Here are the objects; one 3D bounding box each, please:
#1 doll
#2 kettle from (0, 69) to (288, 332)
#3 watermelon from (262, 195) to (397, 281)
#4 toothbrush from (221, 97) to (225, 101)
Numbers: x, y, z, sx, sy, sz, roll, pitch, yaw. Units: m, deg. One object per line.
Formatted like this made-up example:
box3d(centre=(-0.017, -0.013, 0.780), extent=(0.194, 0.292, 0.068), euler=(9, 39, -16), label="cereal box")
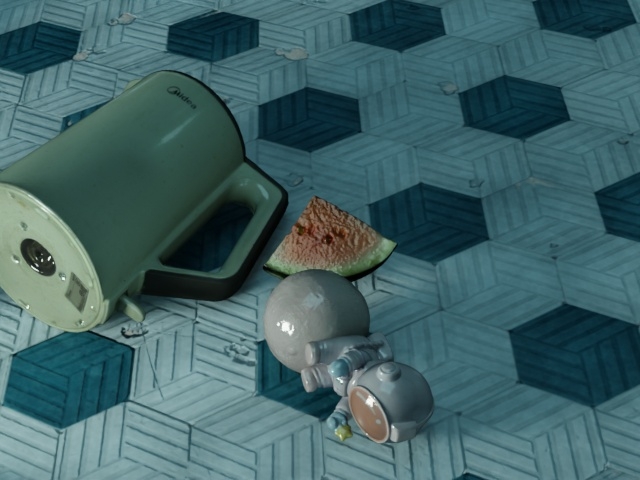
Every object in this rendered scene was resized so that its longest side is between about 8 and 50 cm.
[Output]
box3d(centre=(0.042, 0.156, 1.629), extent=(0.151, 0.151, 0.287), euler=(-27, 48, -22), label="doll")
box3d(centre=(-0.256, -0.044, 1.851), extent=(0.361, 0.250, 0.377), euler=(34, 49, 12), label="kettle")
box3d(centre=(0.002, 0.021, 1.822), extent=(0.192, 0.145, 0.137), euler=(-6, 67, -11), label="watermelon")
box3d(centre=(-0.213, -0.216, 2.191), extent=(0.131, 0.011, 0.013), euler=(-36, 69, -30), label="toothbrush")
